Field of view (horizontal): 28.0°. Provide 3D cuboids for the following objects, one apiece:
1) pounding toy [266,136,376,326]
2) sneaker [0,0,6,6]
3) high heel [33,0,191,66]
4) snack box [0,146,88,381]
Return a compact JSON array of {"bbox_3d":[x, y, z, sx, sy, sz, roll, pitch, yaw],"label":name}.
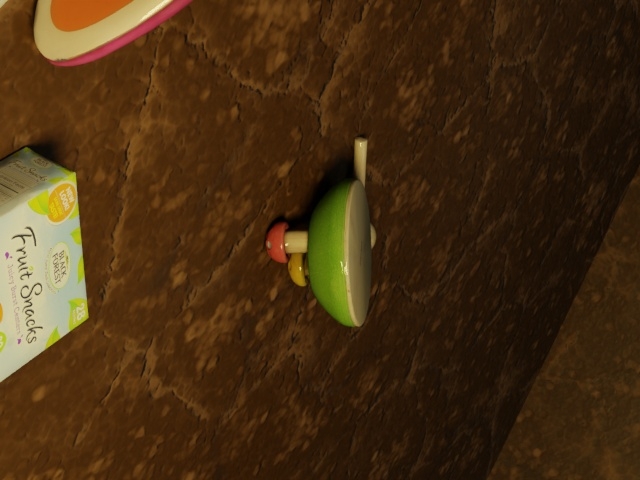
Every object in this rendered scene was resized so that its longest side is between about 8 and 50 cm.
[{"bbox_3d":[0.000,0.000,1.600,0.237,0.110,0.183,-76,162,-55],"label":"pounding toy"},{"bbox_3d":[-0.300,-0.192,0.867,0.292,0.108,0.169,-61,154,-26],"label":"sneaker"},{"bbox_3d":[-0.084,-0.274,1.120,0.377,0.127,0.181,-42,166,1],"label":"high heel"},{"bbox_3d":[-0.300,0.043,1.110,0.207,0.070,0.174,-41,146,-40],"label":"snack box"}]
